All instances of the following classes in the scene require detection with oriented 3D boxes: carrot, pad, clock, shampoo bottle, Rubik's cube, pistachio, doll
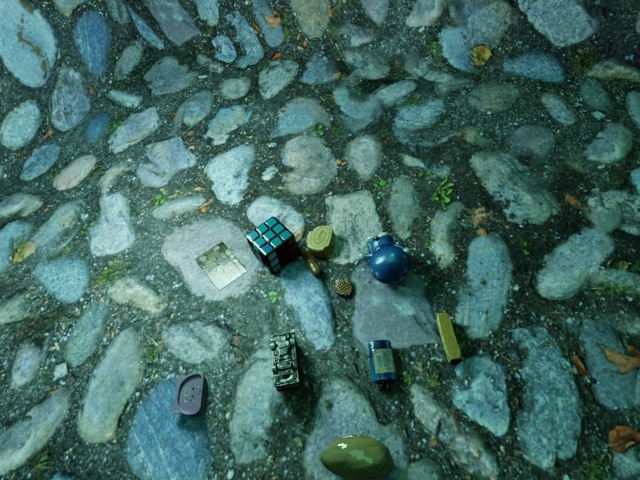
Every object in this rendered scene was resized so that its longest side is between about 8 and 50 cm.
[{"bbox_3d":[-0.049,0.088,1.802,0.047,0.047,0.191,-26,53,-11],"label":"carrot"},{"bbox_3d":[-0.458,0.111,1.875,0.158,0.003,0.235,-36,56,-17],"label":"pad"},{"bbox_3d":[-0.478,0.569,1.503,0.110,0.050,0.152,-7,52,4],"label":"clock"},{"bbox_3d":[0.225,0.453,1.479,0.087,0.050,0.182,-5,52,2],"label":"shampoo bottle"},{"bbox_3d":[-0.210,0.021,1.807,0.161,0.163,0.162,-38,60,-18],"label":"Rubik's cube"},{"bbox_3d":[0.114,0.682,1.284,0.226,0.135,0.135,-4,53,14],"label":"pistachio"},{"bbox_3d":[0.272,0.074,1.712,0.216,0.161,0.256,-21,35,9],"label":"doll"}]

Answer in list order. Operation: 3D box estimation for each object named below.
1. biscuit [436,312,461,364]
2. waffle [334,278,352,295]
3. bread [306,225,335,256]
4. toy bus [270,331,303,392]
[{"bbox_3d":[0.471,0.361,1.508,0.052,0.056,0.187,-9,54,5],"label":"biscuit"},{"bbox_3d":[0.098,0.198,1.707,0.076,0.029,0.083,0,56,10],"label":"waffle"},{"bbox_3d":[0.000,0.000,1.843,0.123,0.073,0.149,3,54,14],"label":"bread"},{"bbox_3d":[-0.125,0.451,1.497,0.098,0.114,0.200,-11,47,0],"label":"toy bus"}]
